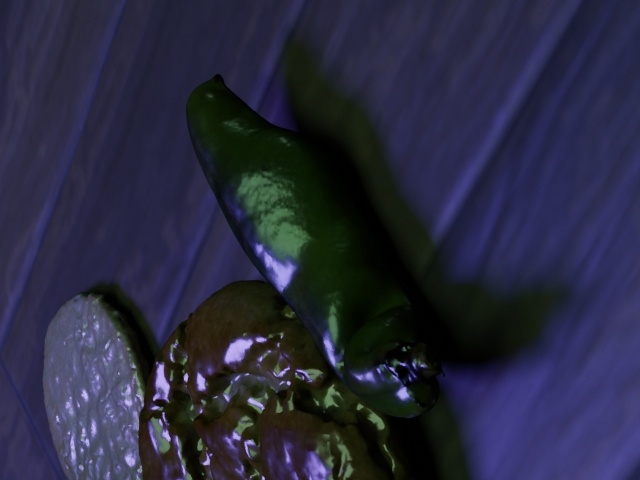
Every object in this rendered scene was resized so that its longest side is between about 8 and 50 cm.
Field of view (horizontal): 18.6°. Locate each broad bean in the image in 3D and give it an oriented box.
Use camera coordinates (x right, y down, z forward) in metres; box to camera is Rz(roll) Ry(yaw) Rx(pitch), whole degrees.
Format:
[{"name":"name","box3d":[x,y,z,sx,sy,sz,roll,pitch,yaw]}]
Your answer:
[{"name":"broad bean","box3d":[0.001,0.007,0.773,0.195,0.046,0.061,53,155,43]}]

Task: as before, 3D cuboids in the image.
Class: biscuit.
[{"name":"biscuit","box3d":[-0.113,0.084,0.992,0.120,0.015,0.120,18,112,54]},{"name":"biscuit","box3d":[-0.022,0.129,0.841,0.226,0.042,0.226,23,119,52]}]
